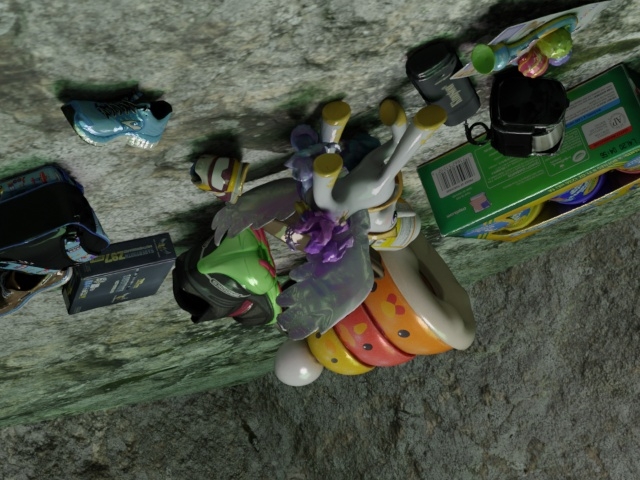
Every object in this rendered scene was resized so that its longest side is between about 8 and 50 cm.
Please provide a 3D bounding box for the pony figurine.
[{"bbox_3d":[0.026,-0.056,1.545,0.351,0.302,0.363,-26,153,-19],"label":"pony figurine"}]

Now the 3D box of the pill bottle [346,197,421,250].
[{"bbox_3d":[0.122,-0.037,1.994,0.117,0.117,0.215,-27,164,30],"label":"pill bottle"}]

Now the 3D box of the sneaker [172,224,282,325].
[{"bbox_3d":[-0.189,0.074,1.911,0.202,0.185,0.483,-14,164,-2],"label":"sneaker"}]

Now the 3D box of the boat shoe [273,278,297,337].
[{"bbox_3d":[0.079,0.128,2.490,0.500,0.186,0.156,-12,158,-38],"label":"boat shoe"}]

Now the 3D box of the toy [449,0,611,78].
[{"bbox_3d":[0.313,-0.271,1.382,0.237,0.056,0.137,-17,167,-35],"label":"toy"}]

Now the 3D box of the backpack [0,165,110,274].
[{"bbox_3d":[-0.390,-0.018,1.378,0.158,0.116,0.173,-20,166,6],"label":"backpack"}]

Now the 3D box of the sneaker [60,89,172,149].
[{"bbox_3d":[-0.246,-0.159,1.175,0.073,0.063,0.162,-46,160,26],"label":"sneaker"}]

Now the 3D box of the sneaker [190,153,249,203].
[{"bbox_3d":[-0.159,-0.102,1.492,0.084,0.069,0.185,17,172,-8],"label":"sneaker"}]

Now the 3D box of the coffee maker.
[{"bbox_3d":[0.325,-0.201,1.608,0.171,0.120,0.178,-20,166,10],"label":"coffee maker"}]

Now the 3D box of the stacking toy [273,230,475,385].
[{"bbox_3d":[0.090,0.207,2.259,0.480,0.350,0.351,-37,161,19],"label":"stacking toy"}]

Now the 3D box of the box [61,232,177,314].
[{"bbox_3d":[-0.389,0.067,1.847,0.183,0.059,0.233,-13,166,-26],"label":"box"}]

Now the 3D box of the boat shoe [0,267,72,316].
[{"bbox_3d":[-0.533,0.075,1.697,0.183,0.066,0.066,-29,161,3],"label":"boat shoe"}]

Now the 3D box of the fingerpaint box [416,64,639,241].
[{"bbox_3d":[0.482,-0.150,1.931,0.445,0.163,0.371,-26,165,29],"label":"fingerpaint box"}]

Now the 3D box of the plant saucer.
[{"bbox_3d":[0.000,0.000,1.833,0.278,0.041,0.278,23,172,4],"label":"plant saucer"}]

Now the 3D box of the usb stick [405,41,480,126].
[{"bbox_3d":[0.189,-0.232,1.459,0.077,0.045,0.278,-26,165,12],"label":"usb stick"}]
